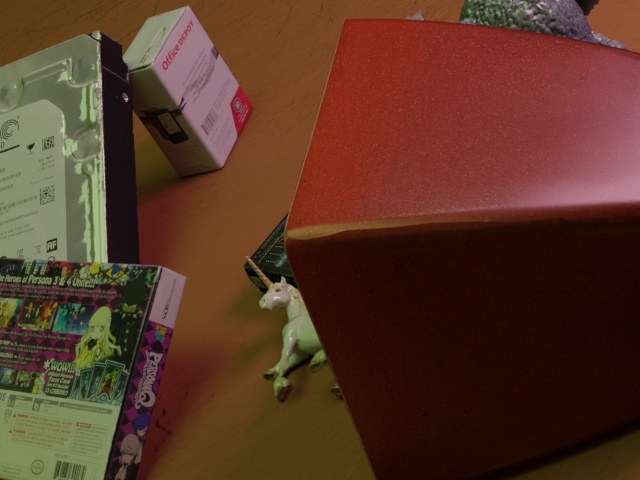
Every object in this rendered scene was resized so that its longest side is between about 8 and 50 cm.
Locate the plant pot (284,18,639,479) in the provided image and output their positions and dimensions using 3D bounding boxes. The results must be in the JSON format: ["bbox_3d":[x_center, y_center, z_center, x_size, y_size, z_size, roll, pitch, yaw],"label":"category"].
[{"bbox_3d":[0.144,0.000,1.104,0.236,0.267,0.267,-6,40,18],"label":"plant pot"}]

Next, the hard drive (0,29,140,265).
[{"bbox_3d":[-0.299,-0.027,1.552,0.237,0.064,0.339,-16,64,25],"label":"hard drive"}]

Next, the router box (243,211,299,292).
[{"bbox_3d":[0.000,0.000,1.413,0.092,0.038,0.122,9,52,48],"label":"router box"}]

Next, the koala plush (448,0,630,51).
[{"bbox_3d":[0.190,-0.136,1.252,0.196,0.221,0.203,-39,33,-9],"label":"koala plush"}]

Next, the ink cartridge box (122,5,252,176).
[{"bbox_3d":[-0.150,-0.163,1.658,0.063,0.150,0.109,-10,39,33],"label":"ink cartridge box"}]

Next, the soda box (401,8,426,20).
[{"bbox_3d":[0.106,-0.159,1.507,0.058,0.063,0.183,-29,32,8],"label":"soda box"}]

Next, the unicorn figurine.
[{"bbox_3d":[-0.008,0.082,1.304,0.162,0.060,0.111,7,47,25],"label":"unicorn figurine"}]

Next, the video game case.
[{"bbox_3d":[-0.237,0.122,1.376,0.232,0.042,0.210,1,73,41],"label":"video game case"}]
